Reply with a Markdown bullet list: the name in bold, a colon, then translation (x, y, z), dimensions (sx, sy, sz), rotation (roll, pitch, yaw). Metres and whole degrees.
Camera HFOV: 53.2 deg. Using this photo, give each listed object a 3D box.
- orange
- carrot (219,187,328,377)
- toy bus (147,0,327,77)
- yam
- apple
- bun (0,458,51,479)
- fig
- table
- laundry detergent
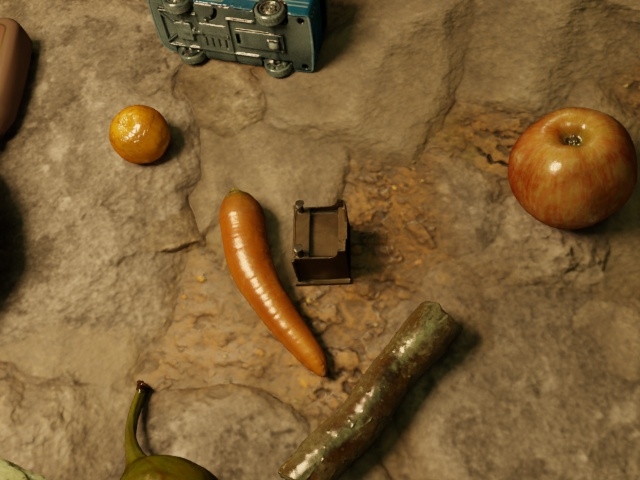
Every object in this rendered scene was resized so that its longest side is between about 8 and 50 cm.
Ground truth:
- **orange**: translation (-0.250, -0.147, 0.888), dimensions (0.083, 0.070, 0.083), rotation (-6, 69, 16)
- **carrot**: translation (-0.069, 0.050, 0.777), dimensions (0.066, 0.062, 0.271), rotation (2, 56, -43)
- **toy bus**: translation (-0.116, -0.335, 0.941), dimensions (0.246, 0.114, 0.134), rotation (12, 61, 11)
- **yam**: translation (0.058, 0.173, 0.694), dimensions (0.061, 0.061, 0.253), rotation (37, 74, 22)
- **apple**: translation (0.296, -0.086, 0.753), dimensions (0.146, 0.131, 0.147), rotation (-6, 62, 11)
- **bun**: translation (-0.353, 0.328, 0.640), dimensions (0.221, 0.108, 0.221), rotation (-3, 63, 6)
- **fig**: translation (-0.176, 0.242, 0.670), dimensions (0.124, 0.124, 0.236), rotation (-31, 49, -8)
- **table**: translation (0.000, 0.000, 0.775), dimensions (0.070, 0.082, 0.083), rotation (-2, 63, 6)
- **laundry detergent**: translation (-0.537, -0.221, 0.962), dimensions (0.171, 0.076, 0.237), rotation (-3, 65, 7)
